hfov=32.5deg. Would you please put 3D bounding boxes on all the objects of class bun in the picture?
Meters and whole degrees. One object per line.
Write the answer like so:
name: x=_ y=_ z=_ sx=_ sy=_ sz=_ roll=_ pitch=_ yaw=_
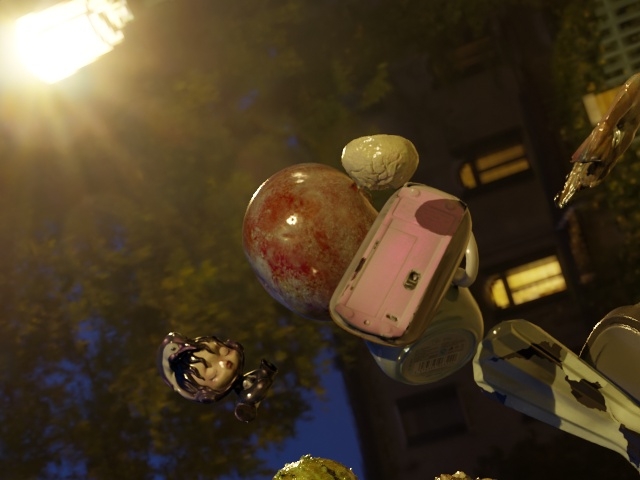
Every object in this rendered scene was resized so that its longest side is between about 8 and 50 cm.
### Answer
bun: x=0.089 y=-0.112 z=1.634 sx=0.115 sy=0.115 sz=0.069 roll=32 pitch=-127 yaw=-62

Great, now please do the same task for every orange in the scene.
orange: x=-0.041 y=0.635 z=2.486 sx=0.301 sy=0.223 sz=0.300 roll=-42 pitch=-39 yaw=-25

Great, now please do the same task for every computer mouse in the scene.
computer mouse: x=0.130 y=0.039 z=1.739 sx=0.072 sy=0.158 sz=0.310 roll=91 pitch=-155 yaw=-54

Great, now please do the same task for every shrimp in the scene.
shrimp: x=0.464 y=-0.163 z=1.775 sx=0.059 sy=0.254 sz=0.145 roll=36 pitch=175 yaw=18

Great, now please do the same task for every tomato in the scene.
tomato: x=0.000 y=0.000 z=2.142 sx=0.316 sy=0.282 sz=0.316 roll=52 pitch=170 yaw=14

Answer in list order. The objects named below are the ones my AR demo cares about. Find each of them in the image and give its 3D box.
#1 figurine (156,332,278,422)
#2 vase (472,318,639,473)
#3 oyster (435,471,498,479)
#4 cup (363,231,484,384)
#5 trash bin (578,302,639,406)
figurine: x=-0.201 y=0.245 z=2.047 sx=0.222 sy=0.145 sz=0.145 roll=29 pitch=-157 yaw=1
vase: x=0.440 y=0.274 z=1.919 sx=0.360 sy=0.165 sz=0.165 roll=31 pitch=171 yaw=37
oyster: x=0.205 y=0.356 z=1.502 sx=0.108 sy=0.166 sz=0.053 roll=-45 pitch=-78 yaw=-29
cup: x=0.224 y=0.112 z=2.331 sx=0.259 sy=0.356 sz=0.274 roll=8 pitch=-140 yaw=-36
trash bin: x=0.636 y=0.196 z=1.985 sx=0.220 sy=0.250 sz=0.219 roll=42 pitch=144 yaw=25
